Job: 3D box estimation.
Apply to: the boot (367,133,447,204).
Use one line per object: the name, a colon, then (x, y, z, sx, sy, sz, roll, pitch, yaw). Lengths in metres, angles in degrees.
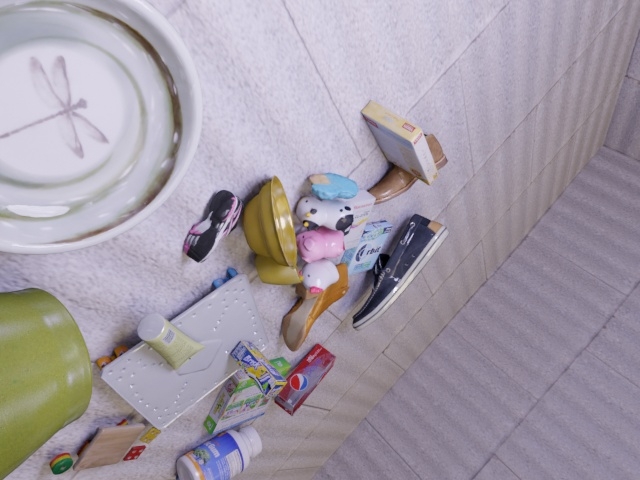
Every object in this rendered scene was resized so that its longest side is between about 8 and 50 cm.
boot: (0.239, -0.215, 1.381, 0.305, 0.112, 0.115, -36, 116, -14)

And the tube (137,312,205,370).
tube: (-0.340, 0.237, 1.051, 0.069, 0.062, 0.240, -2, 150, 7)

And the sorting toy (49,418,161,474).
sorting toy: (-0.546, 0.521, 1.194, 0.132, 0.046, 0.274, -53, 148, 5)

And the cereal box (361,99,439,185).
cereal box: (0.213, -0.251, 1.206, 0.047, 0.173, 0.240, -49, 150, -1)

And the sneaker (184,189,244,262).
sneaker: (-0.221, -0.024, 1.005, 0.178, 0.072, 0.077, -51, 160, 12)

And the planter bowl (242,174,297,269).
planter bowl: (-0.122, -0.033, 1.051, 0.090, 0.217, 0.217, -10, 146, 7)

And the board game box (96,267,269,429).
board game box: (-0.331, 0.294, 1.219, 0.389, 0.050, 0.390, -36, 147, -22)

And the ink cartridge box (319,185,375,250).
ink cartridge box: (0.070, -0.059, 1.325, 0.127, 0.072, 0.175, -16, 136, -41)

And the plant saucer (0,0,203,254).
plant saucer: (-0.362, -0.168, 0.638, 0.400, 0.100, 0.401, -32, 144, -27)

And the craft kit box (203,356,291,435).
craft kit box: (-0.246, 0.528, 1.574, 0.249, 0.061, 0.247, 2, 125, -53)

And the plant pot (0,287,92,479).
plant pot: (-0.541, 0.224, 0.637, 0.353, 0.366, 0.367, -19, 139, -56)

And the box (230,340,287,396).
box: (-0.172, 0.353, 1.272, 0.054, 0.169, 0.059, -52, 149, 4)

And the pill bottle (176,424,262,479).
pill bottle: (-0.344, 0.759, 1.601, 0.271, 0.152, 0.153, -17, 136, -43)

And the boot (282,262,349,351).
boot: (-0.005, 0.218, 1.498, 0.211, 0.104, 0.295, -15, 131, -43)

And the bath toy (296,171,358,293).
bath toy: (0.000, 0.000, 1.220, 0.129, 0.151, 0.349, -67, 168, -56)

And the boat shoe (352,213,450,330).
boat shoe: (0.260, 0.118, 1.673, 0.500, 0.156, 0.186, -55, 167, 14)

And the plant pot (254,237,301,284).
plant pot: (-0.116, 0.061, 1.188, 0.095, 0.134, 0.134, -19, 144, -2)

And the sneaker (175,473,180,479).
sneaker: (-0.415, 0.825, 1.653, 0.209, 0.082, 0.069, 0, 126, -50)

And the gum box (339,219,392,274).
gum box: (0.151, 0.025, 1.547, 0.156, 0.041, 0.185, -10, 130, -47)

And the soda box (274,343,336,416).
soda box: (-0.056, 0.513, 1.707, 0.263, 0.092, 0.084, -41, 153, -37)
